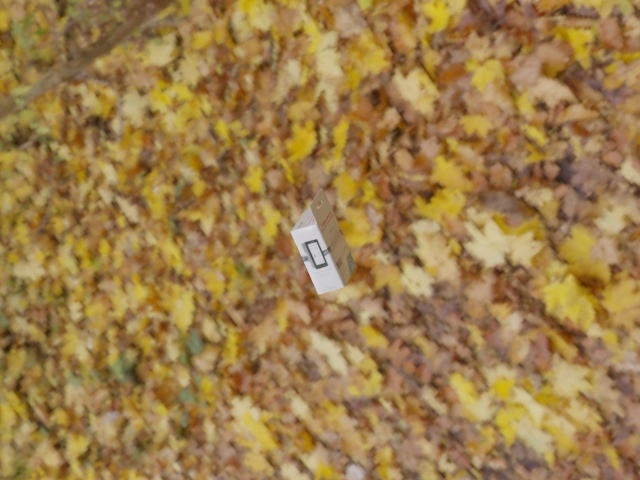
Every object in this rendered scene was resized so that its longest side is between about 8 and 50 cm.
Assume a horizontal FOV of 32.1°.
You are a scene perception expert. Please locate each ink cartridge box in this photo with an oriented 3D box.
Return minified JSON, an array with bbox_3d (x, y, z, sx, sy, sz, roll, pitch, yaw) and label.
[{"bbox_3d":[0.000,0.000,1.010,0.028,0.048,0.083,-15,110,22],"label":"ink cartridge box"}]
